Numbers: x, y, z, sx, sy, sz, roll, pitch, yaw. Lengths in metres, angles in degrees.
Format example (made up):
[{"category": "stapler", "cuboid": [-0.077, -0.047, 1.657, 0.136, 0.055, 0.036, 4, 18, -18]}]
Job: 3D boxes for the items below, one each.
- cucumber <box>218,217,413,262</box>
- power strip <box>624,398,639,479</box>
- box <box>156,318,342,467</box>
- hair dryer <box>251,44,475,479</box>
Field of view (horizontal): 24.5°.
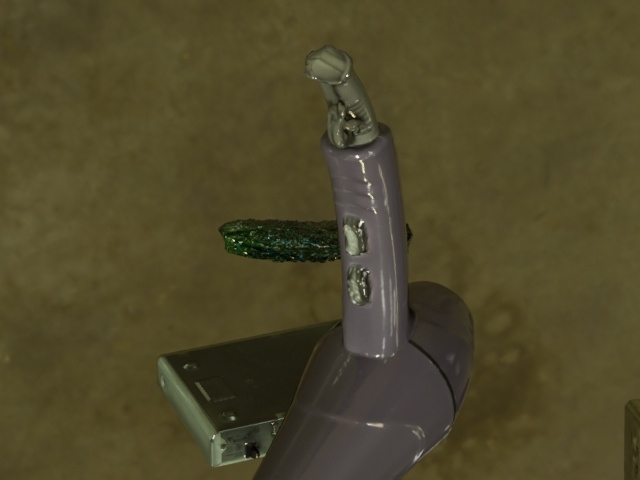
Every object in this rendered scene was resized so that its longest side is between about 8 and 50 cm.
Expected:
[{"category": "cucumber", "cuboid": [-0.001, 0.000, 1.433, 0.256, 0.044, 0.043, 0, 124, -47]}, {"category": "power strip", "cuboid": [0.365, 0.243, 1.511, 0.070, 0.257, 0.105, 0, 101, 0]}, {"category": "box", "cuboid": [-0.016, 0.148, 1.529, 0.270, 0.211, 0.045, -9, 115, -20]}, {"category": "hair dryer", "cuboid": [0.009, 0.038, 1.004, 0.301, 0.121, 0.361, -48, 140, -46]}]
